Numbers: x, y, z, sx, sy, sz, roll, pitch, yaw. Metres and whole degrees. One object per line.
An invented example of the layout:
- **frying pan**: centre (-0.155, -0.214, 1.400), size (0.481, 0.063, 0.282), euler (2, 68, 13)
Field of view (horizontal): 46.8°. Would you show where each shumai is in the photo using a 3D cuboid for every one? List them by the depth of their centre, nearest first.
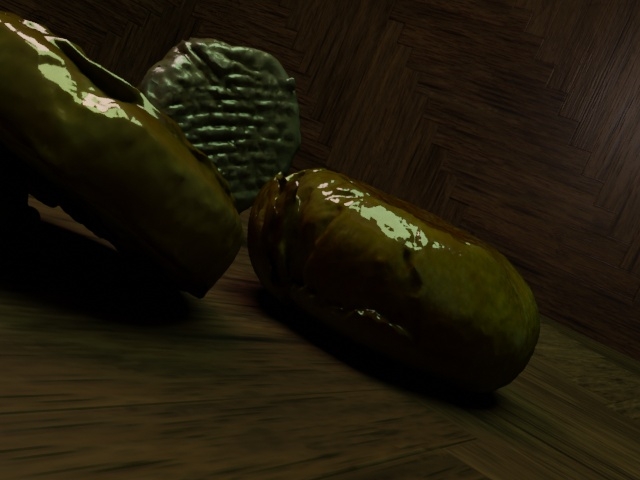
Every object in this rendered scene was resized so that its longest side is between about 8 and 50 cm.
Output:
- **shumai**: centre (-0.220, -0.160, 1.140), size (0.314, 0.267, 0.262), euler (-30, 22, -37)

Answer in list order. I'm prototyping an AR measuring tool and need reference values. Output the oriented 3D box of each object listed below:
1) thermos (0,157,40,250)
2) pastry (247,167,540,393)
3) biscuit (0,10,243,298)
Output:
- **thermos**: centre (-0.277, -0.042, 0.534), size (0.187, 0.083, 0.073), euler (28, 48, 24)
- **pastry**: centre (0.082, 0.037, 0.815), size (0.355, 0.164, 0.356), euler (26, 3, -1)
- **biscuit**: centre (-0.186, -0.071, 0.585), size (0.296, 0.102, 0.296), euler (34, -14, 9)
